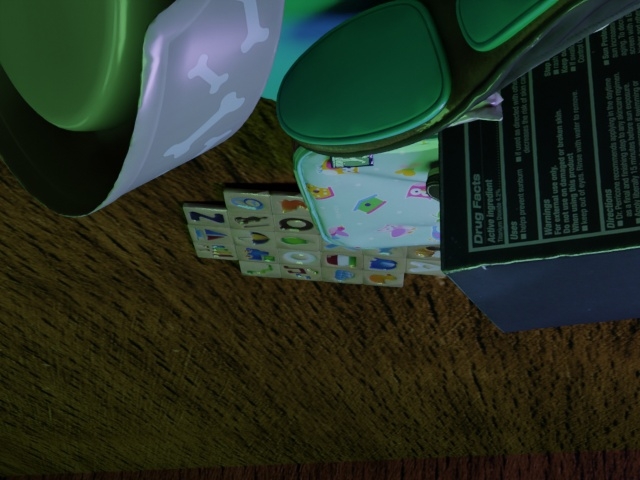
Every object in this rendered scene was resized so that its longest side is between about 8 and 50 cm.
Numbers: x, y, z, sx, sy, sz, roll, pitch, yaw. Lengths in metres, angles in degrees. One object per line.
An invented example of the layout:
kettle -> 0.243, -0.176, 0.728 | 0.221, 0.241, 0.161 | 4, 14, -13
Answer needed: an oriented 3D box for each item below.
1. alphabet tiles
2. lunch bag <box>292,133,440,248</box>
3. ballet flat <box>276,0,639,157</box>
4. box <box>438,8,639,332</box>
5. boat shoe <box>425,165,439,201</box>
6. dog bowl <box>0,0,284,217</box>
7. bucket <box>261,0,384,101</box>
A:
alphabet tiles -> 0.000, 0.000, 1.559 | 0.342, 0.011, 0.285 | 4, 158, 4
lunch bag -> 0.091, -0.083, 1.252 | 0.224, 0.108, 0.279 | -2, 158, 7
ballet flat -> 0.096, -0.115, 0.713 | 0.096, 0.095, 0.280 | 7, 157, -43
box -> 0.256, -0.101, 0.957 | 0.294, 0.296, 0.183 | -7, 157, 21
boat shoe -> 0.163, -0.029, 1.127 | 0.152, 0.049, 0.056 | 17, 155, 25
dog bowl -> -0.141, -0.194, 0.710 | 0.102, 0.349, 0.349 | -17, 169, -31
bucket -> 0.024, -0.221, 0.813 | 0.281, 0.183, 0.281 | 1, 157, 1
